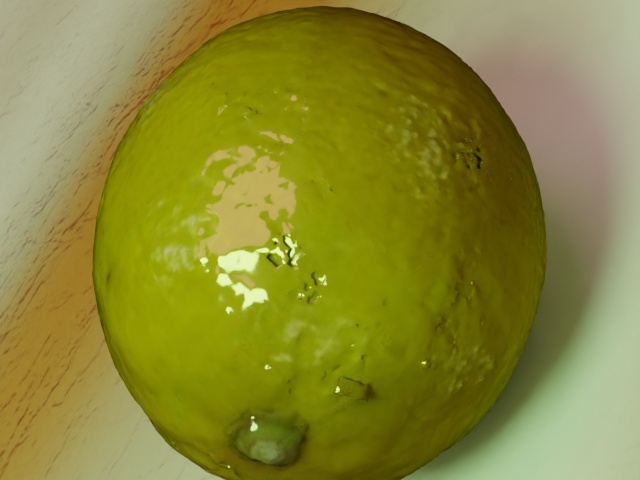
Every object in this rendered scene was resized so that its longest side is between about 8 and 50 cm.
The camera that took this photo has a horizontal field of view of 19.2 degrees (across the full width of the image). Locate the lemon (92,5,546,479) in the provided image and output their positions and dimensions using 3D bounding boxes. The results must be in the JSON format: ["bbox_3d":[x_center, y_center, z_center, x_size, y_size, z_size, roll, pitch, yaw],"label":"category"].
[{"bbox_3d":[0.000,0.003,0.960,0.236,0.236,0.263,-21,58,37],"label":"lemon"}]
